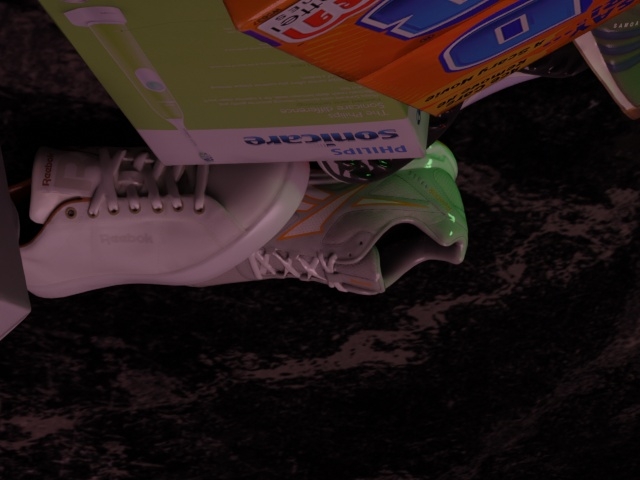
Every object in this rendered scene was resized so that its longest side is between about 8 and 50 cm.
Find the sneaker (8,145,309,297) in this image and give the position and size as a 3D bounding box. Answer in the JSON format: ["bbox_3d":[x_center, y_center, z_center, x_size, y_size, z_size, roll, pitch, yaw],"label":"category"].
[{"bbox_3d":[-0.152,-0.028,1.515,0.290,0.106,0.123,-16,142,27],"label":"sneaker"}]

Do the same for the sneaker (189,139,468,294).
[{"bbox_3d":[0.000,0.000,1.638,0.262,0.121,0.099,-18,144,1],"label":"sneaker"}]

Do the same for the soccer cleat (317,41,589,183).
[{"bbox_3d":[0.116,-0.159,1.512,0.318,0.116,0.108,-31,122,-9],"label":"soccer cleat"}]

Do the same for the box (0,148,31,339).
[{"bbox_3d":[-0.329,0.016,1.473,0.119,0.181,0.182,23,128,-41],"label":"box"}]

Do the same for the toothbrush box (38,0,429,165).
[{"bbox_3d":[-0.054,-0.167,1.318,0.206,0.122,0.283,-2,153,18],"label":"toothbrush box"}]

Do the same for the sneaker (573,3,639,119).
[{"bbox_3d":[0.230,-0.164,1.429,0.086,0.064,0.192,-27,138,17],"label":"sneaker"}]

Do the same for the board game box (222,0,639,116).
[{"bbox_3d":[0.089,-0.314,0.953,0.357,0.356,0.356,-28,170,14],"label":"board game box"}]
